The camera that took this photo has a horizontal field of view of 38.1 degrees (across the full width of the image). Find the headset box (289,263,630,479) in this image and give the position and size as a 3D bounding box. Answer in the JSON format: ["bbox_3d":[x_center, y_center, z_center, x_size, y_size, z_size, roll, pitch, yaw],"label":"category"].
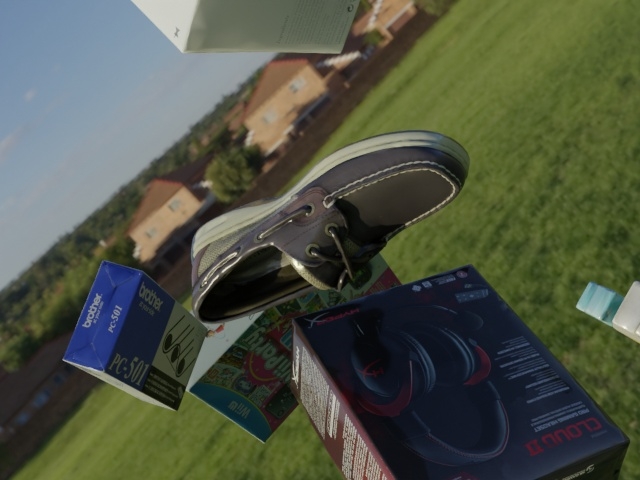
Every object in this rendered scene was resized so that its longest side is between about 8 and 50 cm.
[{"bbox_3d":[0.127,0.175,0.885,0.218,0.110,0.293,-15,43,-20],"label":"headset box"}]

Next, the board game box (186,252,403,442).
[{"bbox_3d":[-0.047,0.107,1.271,0.303,0.224,0.097,-46,53,-5],"label":"board game box"}]

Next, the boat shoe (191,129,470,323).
[{"bbox_3d":[0.000,0.000,0.779,0.285,0.103,0.092,-22,48,31],"label":"boat shoe"}]

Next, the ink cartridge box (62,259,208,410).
[{"bbox_3d":[-0.174,0.100,0.911,0.207,0.046,0.097,64,-137,-67],"label":"ink cartridge box"}]

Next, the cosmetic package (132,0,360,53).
[{"bbox_3d":[-0.101,-0.322,1.042,0.224,0.224,0.138,-12,-45,-39],"label":"cosmetic package"}]

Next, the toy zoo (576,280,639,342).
[{"bbox_3d":[0.288,0.097,0.552,0.030,0.293,0.192,-61,-31,3],"label":"toy zoo"}]
